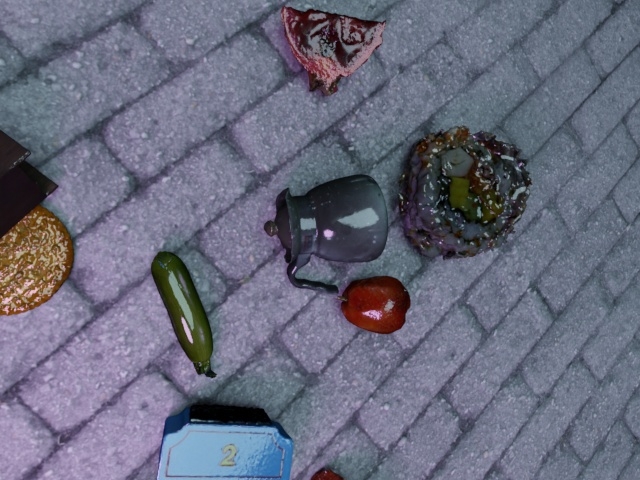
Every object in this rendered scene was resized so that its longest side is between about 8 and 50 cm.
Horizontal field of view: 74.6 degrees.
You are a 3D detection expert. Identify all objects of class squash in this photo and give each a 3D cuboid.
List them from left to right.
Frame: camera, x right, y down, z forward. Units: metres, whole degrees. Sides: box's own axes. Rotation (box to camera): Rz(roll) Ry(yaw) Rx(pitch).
[{"bbox_3d":[-0.312,0.179,0.987,0.087,0.087,0.331,-20,98,-20],"label":"squash"}]

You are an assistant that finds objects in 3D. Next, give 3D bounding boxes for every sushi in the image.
[{"bbox_3d":[0.406,-0.133,1.214,0.418,0.176,0.416,0,89,-21],"label":"sushi"}]

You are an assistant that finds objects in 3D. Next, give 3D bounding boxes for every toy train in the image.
[{"bbox_3d":[-0.231,0.519,0.965,0.301,0.188,0.264,10,81,-18],"label":"toy train"}]

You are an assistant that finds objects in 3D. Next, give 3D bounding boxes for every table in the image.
[{"bbox_3d":[-0.658,-0.117,0.787,0.172,0.169,0.193,38,69,-3],"label":"table"}]

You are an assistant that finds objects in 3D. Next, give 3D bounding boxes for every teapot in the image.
[{"bbox_3d":[-0.005,-0.021,1.077,0.286,0.305,0.223,-6,55,-14],"label":"teapot"}]

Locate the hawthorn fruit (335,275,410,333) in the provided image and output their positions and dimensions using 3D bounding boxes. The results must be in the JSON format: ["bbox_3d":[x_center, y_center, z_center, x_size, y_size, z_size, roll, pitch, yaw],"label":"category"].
[{"bbox_3d":[0.151,0.166,1.125,0.179,0.173,0.173,19,80,25],"label":"hawthorn fruit"}]

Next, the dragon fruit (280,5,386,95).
[{"bbox_3d":[0.017,-0.488,1.108,0.262,0.134,0.211,10,98,-5],"label":"dragon fruit"}]

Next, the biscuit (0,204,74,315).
[{"bbox_3d":[-0.658,0.031,0.881,0.254,0.035,0.253,1,88,-21],"label":"biscuit"}]

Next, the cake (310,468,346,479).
[{"bbox_3d":[0.009,0.737,1.051,0.151,0.177,0.283,46,76,-14],"label":"cake"}]
